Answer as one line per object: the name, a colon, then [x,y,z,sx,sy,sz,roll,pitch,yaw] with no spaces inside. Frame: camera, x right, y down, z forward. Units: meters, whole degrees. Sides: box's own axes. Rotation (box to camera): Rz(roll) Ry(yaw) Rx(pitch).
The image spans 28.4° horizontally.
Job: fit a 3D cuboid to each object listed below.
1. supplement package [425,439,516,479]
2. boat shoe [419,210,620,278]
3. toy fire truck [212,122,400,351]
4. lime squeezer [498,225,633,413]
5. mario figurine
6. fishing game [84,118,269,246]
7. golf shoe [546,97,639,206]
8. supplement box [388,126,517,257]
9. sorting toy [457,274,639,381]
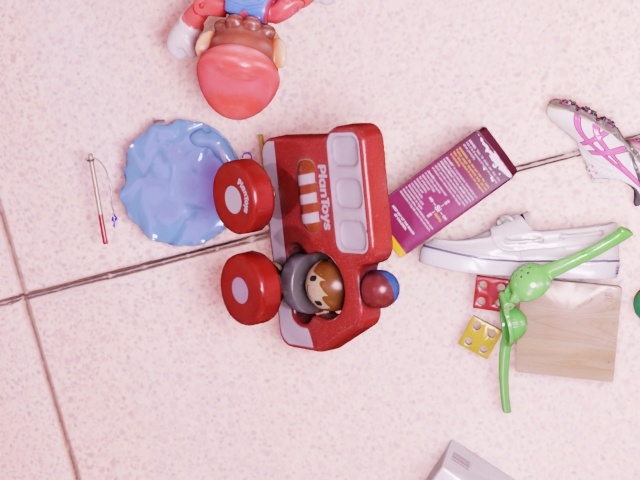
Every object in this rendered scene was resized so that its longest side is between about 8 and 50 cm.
supplement package: [0.168,0.426,1.758,0.134,0.139,0.244,33,102,6]
boat shoe: [0.268,0.003,1.707,0.267,0.096,0.088,3,94,12]
toy fire truck: [0.000,0.000,1.672,0.254,0.169,0.302,3,101,52]
lime squeezer: [0.279,0.092,1.670,0.310,0.110,0.059,-61,38,22]
mario figurine: [-0.093,-0.324,1.759,0.198,0.170,0.320,9,88,48]
fishing game: [-0.202,-0.085,1.836,0.264,0.041,0.189,-10,95,6]
golf shoe: [0.372,-0.119,1.679,0.186,0.067,0.086,34,105,7]
supplement box: [0.167,-0.066,1.715,0.188,0.104,0.081,-37,88,15]
sorting toy: [0.329,0.116,1.727,0.274,0.046,0.132,5,101,12]
